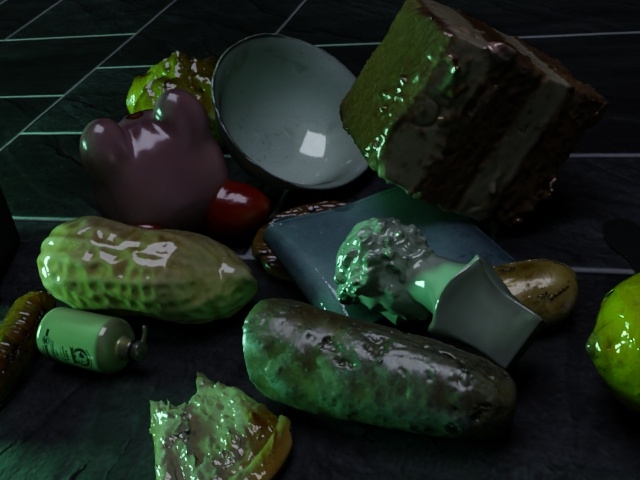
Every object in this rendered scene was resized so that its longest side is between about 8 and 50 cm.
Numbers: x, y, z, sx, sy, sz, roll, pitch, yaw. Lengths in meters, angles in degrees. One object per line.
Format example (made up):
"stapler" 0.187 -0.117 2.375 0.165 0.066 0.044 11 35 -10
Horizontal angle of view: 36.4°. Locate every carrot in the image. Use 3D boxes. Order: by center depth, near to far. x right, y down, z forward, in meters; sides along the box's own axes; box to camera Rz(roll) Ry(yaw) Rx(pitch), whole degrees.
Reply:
"carrot" -0.443 0.163 1.362 0.070 0.070 0.260 -1 34 16

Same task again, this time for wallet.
"wallet" 0.095 0.018 1.391 0.291 0.054 0.251 -22 47 -19

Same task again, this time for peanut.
"peanut" -0.249 0.049 1.395 0.325 0.153 0.140 10 55 4

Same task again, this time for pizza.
"pizza" -0.131 0.233 1.181 0.181 0.034 0.262 -19 32 -11

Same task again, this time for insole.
"insole" 0.447 0.017 1.366 0.064 0.004 0.188 -12 32 0

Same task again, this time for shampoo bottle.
"shampoo bottle" -0.307 0.140 1.341 0.162 0.079 0.079 8 37 28

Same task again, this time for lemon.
"lemon" 0.399 0.111 1.075 0.193 0.180 0.180 -35 33 3

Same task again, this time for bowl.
"bowl" -0.068 -0.193 1.698 0.313 0.313 0.146 -41 -2 -39

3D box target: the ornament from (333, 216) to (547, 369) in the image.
"ornament" 0.143 0.057 1.202 0.285 0.120 0.130 21 85 32

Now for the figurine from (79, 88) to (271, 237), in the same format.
"figurine" -0.260 -0.090 1.592 0.270 0.261 0.211 -28 4 -15

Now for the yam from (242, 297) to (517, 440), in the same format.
"yam" 0.071 0.158 1.155 0.331 0.133 0.133 10 38 24

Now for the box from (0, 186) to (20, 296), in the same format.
"box" -0.695 -0.029 1.570 0.345 0.251 0.204 -7 32 6

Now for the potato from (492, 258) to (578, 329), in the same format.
"potato" 0.251 0.074 1.270 0.171 0.080 0.107 -7 47 5

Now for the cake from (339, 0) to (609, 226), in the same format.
"cake" 0.213 -0.200 1.463 0.290 0.255 0.282 24 20 -22

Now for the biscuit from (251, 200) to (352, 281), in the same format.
"biscuit" 0.000 0.000 1.505 0.212 0.036 0.212 -6 33 4

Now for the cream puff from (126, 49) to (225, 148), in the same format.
"cream puff" -0.260 -0.260 1.890 0.244 0.196 0.244 1 59 -2
